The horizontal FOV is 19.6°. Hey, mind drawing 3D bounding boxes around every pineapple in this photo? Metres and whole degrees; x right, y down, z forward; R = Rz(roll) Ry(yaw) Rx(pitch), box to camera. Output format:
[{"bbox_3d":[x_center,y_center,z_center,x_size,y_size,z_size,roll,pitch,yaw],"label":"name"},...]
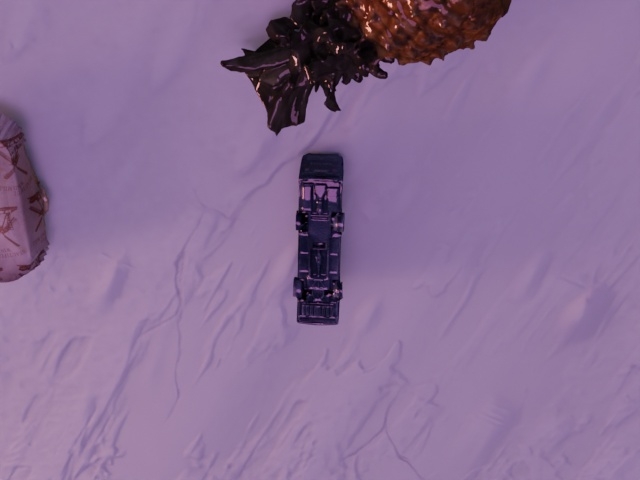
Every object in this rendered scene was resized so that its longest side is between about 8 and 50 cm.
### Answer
[{"bbox_3d":[0.037,-0.180,1.575,0.248,0.128,0.128,-29,120,28],"label":"pineapple"}]

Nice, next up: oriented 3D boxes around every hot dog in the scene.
[{"bbox_3d":[-0.309,-0.038,1.741,0.099,0.053,0.192,-4,129,8],"label":"hot dog"}]

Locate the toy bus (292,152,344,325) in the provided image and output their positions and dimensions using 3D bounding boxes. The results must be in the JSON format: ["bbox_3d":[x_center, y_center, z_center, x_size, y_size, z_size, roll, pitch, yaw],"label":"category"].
[{"bbox_3d":[0.000,0.000,1.740,0.047,0.065,0.166,3,125,1],"label":"toy bus"}]
